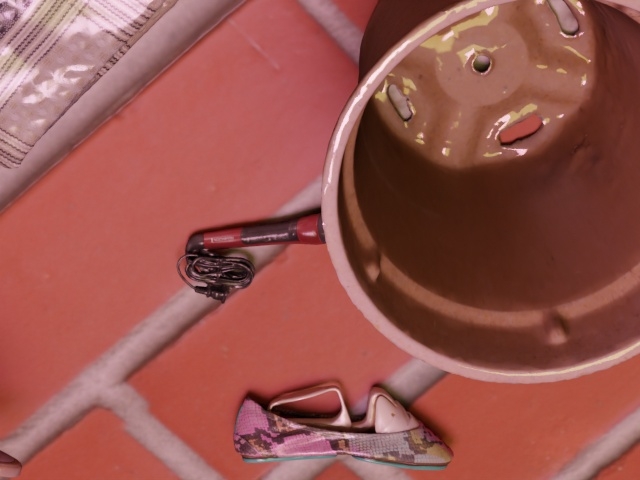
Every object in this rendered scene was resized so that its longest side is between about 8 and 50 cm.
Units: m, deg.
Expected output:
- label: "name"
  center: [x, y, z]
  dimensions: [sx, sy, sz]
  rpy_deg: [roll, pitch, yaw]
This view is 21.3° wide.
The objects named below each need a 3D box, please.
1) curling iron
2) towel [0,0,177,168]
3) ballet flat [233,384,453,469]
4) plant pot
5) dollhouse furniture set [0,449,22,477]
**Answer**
- label: "curling iron"
  center: [0.000, 0.000, 1.604]
  dimensions: [0.274, 0.035, 0.068]
  rpy_deg: [-14, 121, 3]
- label: "towel"
  center: [-0.279, -0.253, 1.444]
  dimensions: [0.312, 0.056, 0.324]
  rpy_deg: [40, 106, -21]
- label: "ballet flat"
  center: [0.026, 0.183, 1.682]
  dimensions: [0.221, 0.077, 0.079]
  rpy_deg: [3, 96, -6]
- label: "plant pot"
  center: [0.155, -0.099, 1.418]
  dimensions: [0.334, 0.305, 0.334]
  rpy_deg: [-2, 116, -4]
- label: "dollhouse furniture set"
  center: [-0.339, 0.019, 1.469]
  dimensions: [0.303, 0.174, 0.355]
  rpy_deg: [11, 97, -56]
